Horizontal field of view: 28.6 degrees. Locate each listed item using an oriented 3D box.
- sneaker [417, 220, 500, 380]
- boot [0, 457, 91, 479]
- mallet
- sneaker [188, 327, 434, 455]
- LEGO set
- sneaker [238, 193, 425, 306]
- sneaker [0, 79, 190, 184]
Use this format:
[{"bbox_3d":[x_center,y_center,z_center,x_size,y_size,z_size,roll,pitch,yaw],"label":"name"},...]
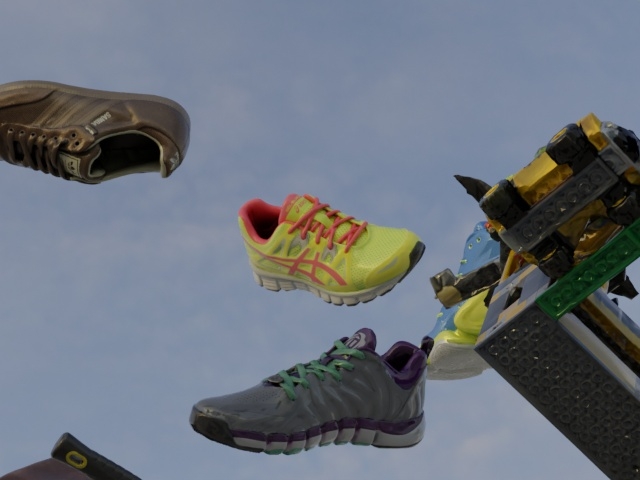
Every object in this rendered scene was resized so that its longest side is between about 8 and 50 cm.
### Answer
[{"bbox_3d":[0.176,0.057,1.324,0.091,0.126,0.240,13,-35,-36],"label":"sneaker"},{"bbox_3d":[-0.138,0.234,1.071,0.248,0.207,0.090,-17,-46,-49],"label":"boot"},{"bbox_3d":[-0.088,0.183,0.781,0.190,0.039,0.062,28,-78,-10],"label":"mallet"},{"bbox_3d":[-0.005,0.114,1.014,0.224,0.083,0.098,5,-80,-39],"label":"sneaker"},{"bbox_3d":[0.228,0.033,0.563,0.331,0.192,0.255,37,-59,-3],"label":"LEGO set"},{"bbox_3d":[0.000,0.000,1.160,0.208,0.081,0.094,0,-52,39],"label":"sneaker"},{"bbox_3d":[-0.197,-0.080,0.977,0.188,0.071,0.066,-2,-50,1],"label":"sneaker"}]
